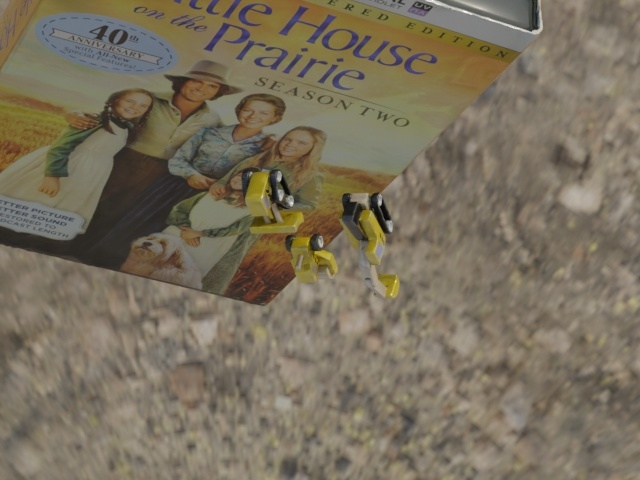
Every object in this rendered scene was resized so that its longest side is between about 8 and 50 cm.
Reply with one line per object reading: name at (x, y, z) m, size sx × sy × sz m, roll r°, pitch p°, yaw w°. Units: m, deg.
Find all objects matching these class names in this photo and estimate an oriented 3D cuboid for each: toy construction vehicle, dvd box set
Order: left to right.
dvd box set at (-0.083, -0.096, 1.249) m, size 0.307 × 0.420 × 0.062 m, roll 15°, pitch 57°, yaw -23°
toy construction vehicle at (0.000, 0.000, 1.083) m, size 0.085 × 0.098 × 0.035 m, roll 1°, pitch 50°, yaw 21°
